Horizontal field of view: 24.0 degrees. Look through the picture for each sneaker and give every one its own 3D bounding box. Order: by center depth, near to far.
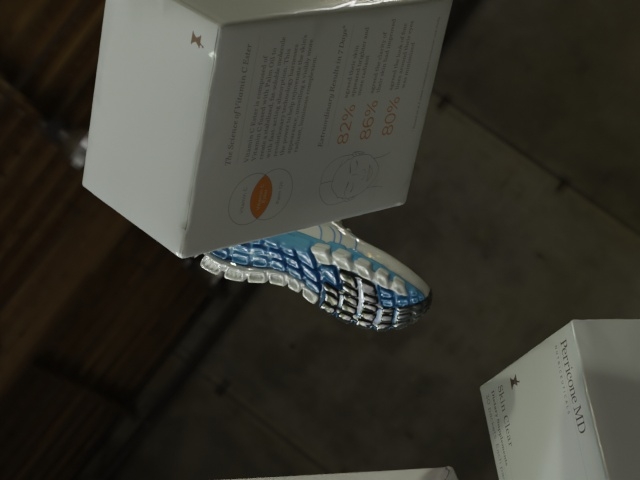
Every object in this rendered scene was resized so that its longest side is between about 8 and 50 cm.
[{"bbox_3d":[0.000,0.000,1.098,0.083,0.191,0.071,-54,-23,-39],"label":"sneaker"}]

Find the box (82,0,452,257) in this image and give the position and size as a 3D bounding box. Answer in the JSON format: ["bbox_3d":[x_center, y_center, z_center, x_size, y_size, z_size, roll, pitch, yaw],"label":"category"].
[{"bbox_3d":[-0.028,-0.080,0.812,0.170,0.091,0.130,-13,-54,-42],"label":"box"}]

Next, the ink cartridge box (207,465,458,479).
[{"bbox_3d":[0.039,0.405,1.331,0.285,0.395,0.166,-10,26,33],"label":"ink cartridge box"}]

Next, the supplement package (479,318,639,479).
[{"bbox_3d":[0.257,0.201,1.083,0.204,0.261,0.145,1,-26,-24],"label":"supplement package"}]
